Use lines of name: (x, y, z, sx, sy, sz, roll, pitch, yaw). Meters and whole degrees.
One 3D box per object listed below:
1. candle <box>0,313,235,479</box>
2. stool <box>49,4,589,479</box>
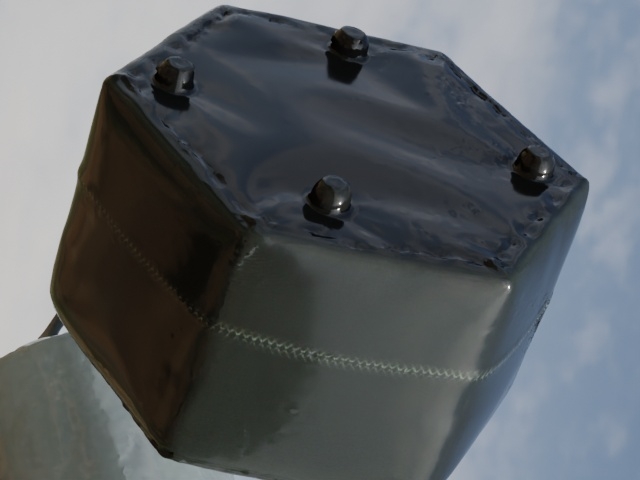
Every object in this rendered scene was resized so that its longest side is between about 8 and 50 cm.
candle: (-0.158, 0.195, 1.229, 0.221, 0.221, 0.342, -64, -143, 42)
stool: (0.000, 0.000, 0.807, 0.232, 0.232, 0.141, -112, -144, -50)
